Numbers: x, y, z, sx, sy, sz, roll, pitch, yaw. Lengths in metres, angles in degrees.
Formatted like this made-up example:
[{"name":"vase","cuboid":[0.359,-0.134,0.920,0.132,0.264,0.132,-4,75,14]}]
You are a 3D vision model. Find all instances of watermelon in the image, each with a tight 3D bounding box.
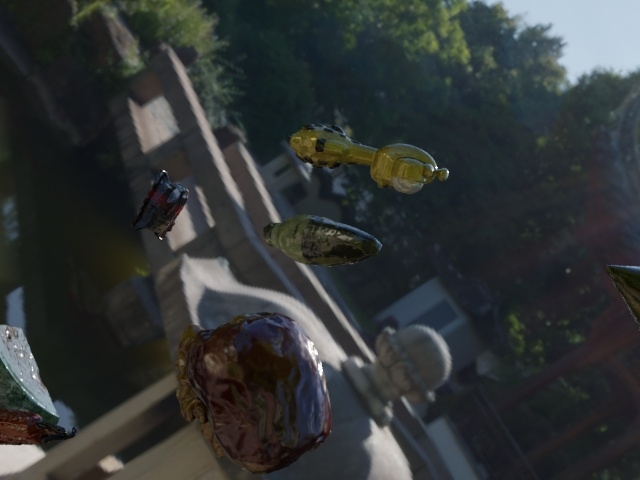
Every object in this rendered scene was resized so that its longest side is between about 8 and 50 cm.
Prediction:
[{"name":"watermelon","cuboid":[-0.741,0.306,2.027,0.258,0.228,0.387,-99,172,-49]}]

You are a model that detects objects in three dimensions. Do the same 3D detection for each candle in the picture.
[{"name":"candle","cuboid":[-0.529,0.297,1.402,0.059,0.301,0.084,-65,157,-70]}]

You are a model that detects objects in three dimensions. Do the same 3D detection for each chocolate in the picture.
[{"name":"chocolate","cuboid":[-0.201,-0.042,1.138,0.028,0.086,0.182,29,-6,2]}]

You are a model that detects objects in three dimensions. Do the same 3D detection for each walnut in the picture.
[{"name":"walnut","cuboid":[-0.112,0.247,1.413,0.222,0.243,0.269,-66,138,-82]}]

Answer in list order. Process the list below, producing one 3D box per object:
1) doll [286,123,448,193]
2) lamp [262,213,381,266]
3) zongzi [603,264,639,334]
[{"name":"doll","cuboid":[0.083,-0.144,1.569,0.291,0.086,0.117,15,11,5]},{"name":"lamp","cuboid":[0.000,0.000,1.662,0.250,0.101,0.101,6,-31,34]},{"name":"zongzi","cuboid":[0.745,0.088,1.720,0.360,0.323,0.160,47,21,-35]}]
